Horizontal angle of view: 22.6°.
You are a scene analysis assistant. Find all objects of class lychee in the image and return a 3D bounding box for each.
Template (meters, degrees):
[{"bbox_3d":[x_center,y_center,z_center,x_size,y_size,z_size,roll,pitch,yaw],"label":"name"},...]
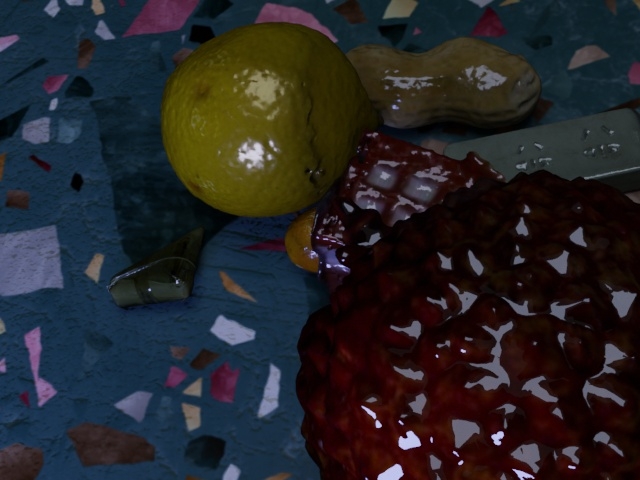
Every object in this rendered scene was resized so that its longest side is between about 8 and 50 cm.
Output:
[{"bbox_3d":[0.176,0.129,1.480,0.425,0.424,0.500,-37,59,-11],"label":"lychee"}]

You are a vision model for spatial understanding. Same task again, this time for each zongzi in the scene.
[{"bbox_3d":[-0.195,0.027,1.905,0.104,0.052,0.113,-5,46,15],"label":"zongzi"}]

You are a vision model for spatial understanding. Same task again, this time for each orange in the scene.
[{"bbox_3d":[0.000,0.000,1.863,0.083,0.070,0.083,-4,48,4],"label":"orange"}]

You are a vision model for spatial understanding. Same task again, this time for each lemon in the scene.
[{"bbox_3d":[-0.072,-0.138,1.868,0.254,0.228,0.228,-15,55,31],"label":"lemon"}]

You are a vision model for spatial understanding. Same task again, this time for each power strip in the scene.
[{"bbox_3d":[0.239,-0.081,1.872,0.288,0.053,0.093,-12,59,3],"label":"power strip"}]

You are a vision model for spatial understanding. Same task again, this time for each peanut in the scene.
[{"bbox_3d":[0.135,-0.187,1.930,0.263,0.101,0.117,-2,39,14],"label":"peanut"}]

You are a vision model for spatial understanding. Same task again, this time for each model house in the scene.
[{"bbox_3d":[0.141,0.008,1.758,0.254,0.196,0.160,14,62,18],"label":"model house"}]
